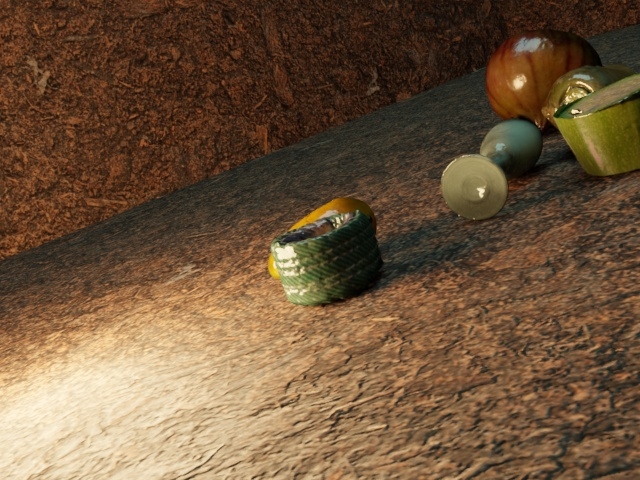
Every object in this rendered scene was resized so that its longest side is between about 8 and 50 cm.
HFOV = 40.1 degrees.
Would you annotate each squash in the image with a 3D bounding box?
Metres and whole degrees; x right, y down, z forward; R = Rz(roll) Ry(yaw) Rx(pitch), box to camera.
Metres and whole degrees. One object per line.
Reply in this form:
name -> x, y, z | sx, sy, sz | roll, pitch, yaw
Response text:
squash -> 0.431, -0.167, 1.273 | 0.170, 0.122, 0.170 | -18, 13, 4

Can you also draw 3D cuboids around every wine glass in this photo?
wine glass -> 0.199, -0.121, 1.394 | 0.264, 0.096, 0.309 | 0, 18, 24

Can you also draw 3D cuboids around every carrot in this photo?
carrot -> 0.484, -0.240, 1.515 | 0.139, 0.138, 0.302 | -9, 9, 37

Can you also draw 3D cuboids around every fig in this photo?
fig -> 0.450, -0.316, 1.777 | 0.235, 0.214, 0.235 | -20, -15, -6

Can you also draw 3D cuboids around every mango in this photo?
mango -> 0.004, -0.002, 1.233 | 0.165, 0.089, 0.115 | -27, 4, -25

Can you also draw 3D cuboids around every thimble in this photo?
thimble -> 0.007, 0.022, 1.116 | 0.119, 0.090, 0.135 | -9, 15, 38
